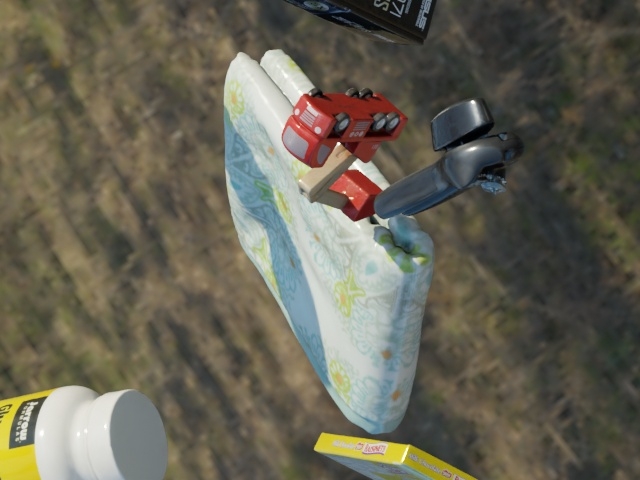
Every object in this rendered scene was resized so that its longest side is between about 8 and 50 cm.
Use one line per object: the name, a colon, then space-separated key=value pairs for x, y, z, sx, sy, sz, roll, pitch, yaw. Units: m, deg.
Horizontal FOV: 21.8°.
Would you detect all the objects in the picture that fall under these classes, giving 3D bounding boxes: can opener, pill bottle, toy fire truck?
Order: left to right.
pill bottle: x=-0.385 y=0.302 z=2.266 sx=0.334 sy=0.188 sz=0.188 roll=-15 pitch=115 yaw=25
toy fire truck: x=0.017 y=-0.080 z=1.603 sx=0.047 sy=0.192 sz=0.135 roll=43 pitch=116 yaw=24
can opener: x=0.104 y=-0.054 z=1.351 sx=0.186 sy=0.059 sz=0.073 roll=140 pitch=126 yaw=-60

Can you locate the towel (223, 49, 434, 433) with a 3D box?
towel: x=0.000 y=0.000 z=1.912 sx=0.374 sy=0.090 sz=0.320 roll=54 pitch=157 yaw=32

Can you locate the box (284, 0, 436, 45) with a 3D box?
box: x=0.045 y=-0.287 z=1.520 sx=0.147 sy=0.180 sz=0.077 roll=19 pitch=175 yaw=-44

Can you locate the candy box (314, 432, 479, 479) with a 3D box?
candy box: x=0.082 y=0.238 z=1.744 sx=0.105 sy=0.027 sz=0.206 roll=31 pitch=165 yaw=-21
